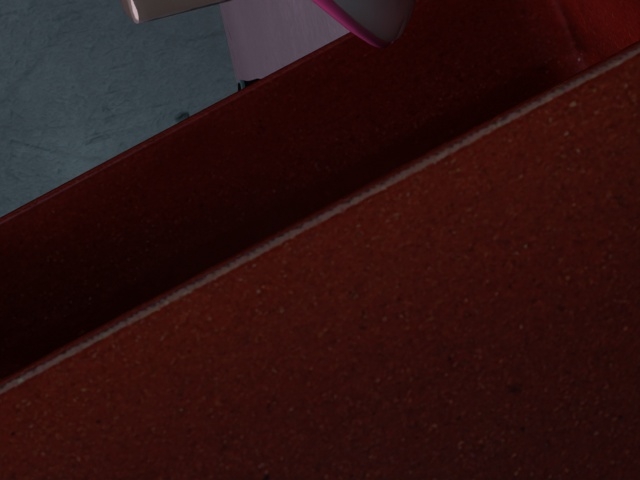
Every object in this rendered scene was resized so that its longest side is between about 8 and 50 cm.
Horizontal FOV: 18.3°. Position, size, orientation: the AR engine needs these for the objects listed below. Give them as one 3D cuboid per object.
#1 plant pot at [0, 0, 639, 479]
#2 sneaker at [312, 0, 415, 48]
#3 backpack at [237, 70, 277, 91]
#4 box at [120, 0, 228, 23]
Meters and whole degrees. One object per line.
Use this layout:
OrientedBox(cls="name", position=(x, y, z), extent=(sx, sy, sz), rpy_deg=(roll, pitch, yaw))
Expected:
OrientedBox(cls="plant pot", position=(0.035, 0.072, 0.603), extent=(0.236, 0.267, 0.267), rpy_deg=(62, 179, -12))
OrientedBox(cls="sneaker", position=(0.040, -0.167, 0.659), extent=(0.103, 0.111, 0.252), rpy_deg=(35, -149, -19))
OrientedBox(cls="backpack", position=(0.000, 0.000, 1.356), extent=(0.166, 0.144, 0.188), rpy_deg=(87, -170, -64))
OrientedBox(cls="box", position=(-0.052, -0.236, 0.957), extent=(0.127, 0.148, 0.232), rpy_deg=(-127, 21, -78))
